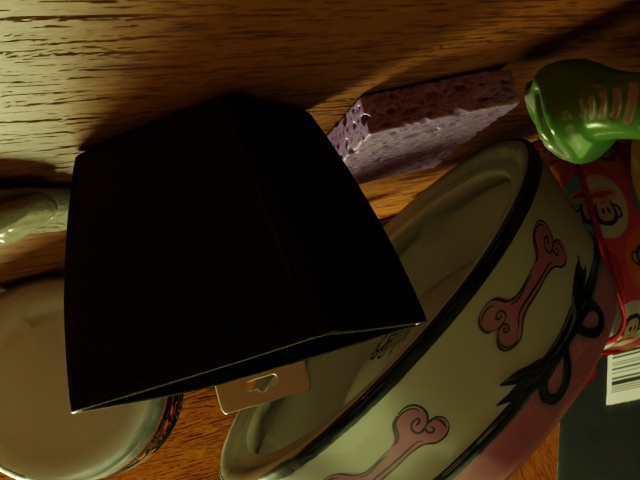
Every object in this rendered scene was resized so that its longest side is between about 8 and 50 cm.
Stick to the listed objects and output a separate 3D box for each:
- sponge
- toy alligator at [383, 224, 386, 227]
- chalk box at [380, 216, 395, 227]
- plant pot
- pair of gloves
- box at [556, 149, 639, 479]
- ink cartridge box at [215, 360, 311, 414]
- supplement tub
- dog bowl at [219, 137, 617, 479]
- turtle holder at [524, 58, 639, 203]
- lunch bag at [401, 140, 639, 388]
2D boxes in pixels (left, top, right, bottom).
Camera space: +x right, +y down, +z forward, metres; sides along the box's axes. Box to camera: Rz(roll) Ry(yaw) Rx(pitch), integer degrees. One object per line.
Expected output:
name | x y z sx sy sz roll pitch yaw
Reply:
sponge | 0.062 -0.080 1.098 0.117 0.031 0.210 -13 172 -15
toy alligator | 0.000 0.000 1.518 0.189 0.056 0.051 -20 131 31
chalk box | 0.135 0.058 1.726 0.289 0.180 0.179 -16 173 16
plant pot | -0.062 0.005 0.948 0.188 0.167 0.187 -18 173 22
pair of gloves | -0.279 0.010 1.029 0.240 0.042 0.204 -20 171 27
box | 0.543 0.169 1.655 0.471 0.480 0.297 20 155 -30
ink cartridge box | -0.055 0.055 1.273 0.104 0.181 0.061 -19 171 30
supplement tub | -0.256 0.154 1.518 0.207 0.207 0.338 -15 174 -2
dog bowl | 0.097 0.105 1.286 0.408 0.150 0.408 -47 -170 11
turtle holder | 0.324 -0.055 1.038 0.320 0.243 0.227 -22 -167 -22
lunch bag | 0.222 0.045 1.483 0.120 0.258 0.293 -9 171 -41
